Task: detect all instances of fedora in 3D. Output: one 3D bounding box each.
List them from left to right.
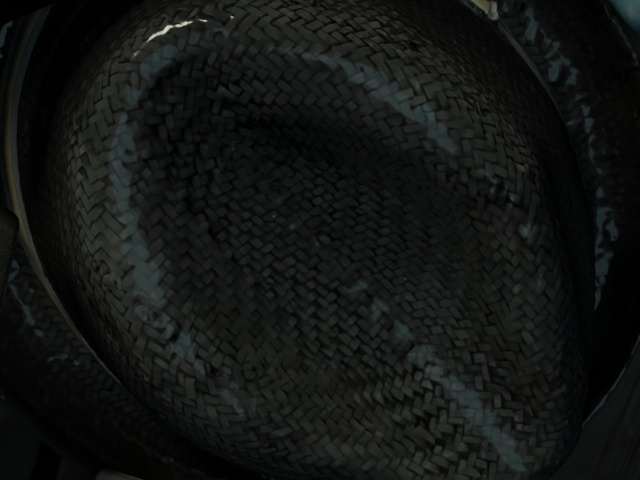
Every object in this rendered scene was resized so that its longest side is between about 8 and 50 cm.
[{"bbox_3d":[0.000,0.000,0.604,0.334,0.152,0.334,-2,107,-8],"label":"fedora"}]

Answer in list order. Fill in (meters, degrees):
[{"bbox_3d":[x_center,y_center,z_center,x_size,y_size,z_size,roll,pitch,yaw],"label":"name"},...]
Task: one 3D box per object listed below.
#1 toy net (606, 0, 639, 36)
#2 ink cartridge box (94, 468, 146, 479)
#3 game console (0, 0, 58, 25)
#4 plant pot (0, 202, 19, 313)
[{"bbox_3d":[0.218,-0.066,0.651,0.122,0.045,0.232,-25,131,35],"label":"toy net"},{"bbox_3d":[-0.085,0.258,0.607,0.114,0.197,0.273,18,123,-12],"label":"ink cartridge box"},{"bbox_3d":[-0.020,-0.204,0.481,0.361,0.044,0.213,-25,136,-10],"label":"game console"},{"bbox_3d":[-0.206,0.044,0.538,0.167,0.187,0.188,17,62,-20],"label":"plant pot"}]
